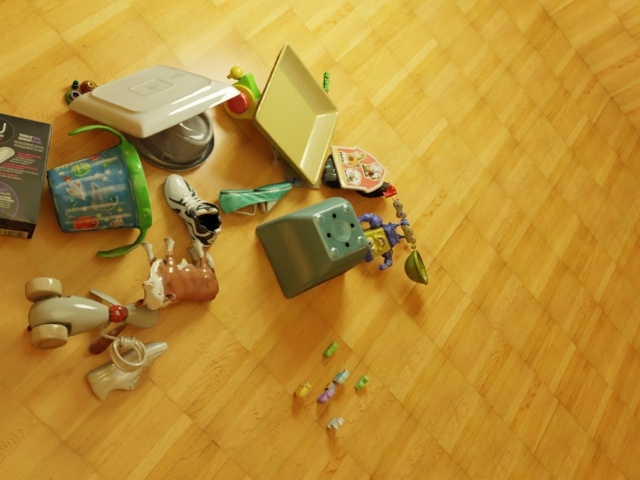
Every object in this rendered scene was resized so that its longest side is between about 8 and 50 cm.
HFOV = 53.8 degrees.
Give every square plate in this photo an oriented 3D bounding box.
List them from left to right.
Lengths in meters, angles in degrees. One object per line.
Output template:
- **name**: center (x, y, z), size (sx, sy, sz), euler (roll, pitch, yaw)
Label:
- **square plate**: center (-0.457, -0.400, 1.726), size (0.344, 0.347, 0.049), euler (-37, 137, -37)

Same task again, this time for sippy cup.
- **sippy cup**: center (-0.576, -0.122, 1.633), size (0.224, 0.240, 0.306), euler (-14, 72, -22)

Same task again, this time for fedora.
- **fedora**: center (-0.423, -0.336, 1.833), size (0.275, 0.124, 0.244), euler (32, 61, -19)

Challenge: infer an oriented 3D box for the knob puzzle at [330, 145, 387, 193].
- **knob puzzle**: center (0.140, -0.242, 2.092), size (0.213, 0.030, 0.213), euler (14, 53, -19)

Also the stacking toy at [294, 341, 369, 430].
- **stacking toy**: center (0.041, 0.442, 1.915), size (0.167, 0.052, 0.221), euler (48, 57, -10)

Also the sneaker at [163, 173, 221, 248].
- **sneaker**: center (-0.351, -0.099, 1.786), size (0.094, 0.153, 0.235), euler (-22, 87, -35)

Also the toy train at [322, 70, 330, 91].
- **toy train**: center (0.022, -0.559, 2.226), size (0.023, 0.017, 0.083), euler (18, 67, -36)

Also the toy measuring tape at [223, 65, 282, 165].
- **toy measuring tape**: center (-0.225, -0.384, 1.994), size (0.121, 0.121, 0.330), euler (-34, 114, -33)

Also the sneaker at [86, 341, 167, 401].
- **sneaker**: center (-0.488, 0.337, 1.633), size (0.212, 0.080, 0.094), euler (-26, 101, -27)

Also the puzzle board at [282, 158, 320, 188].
- **puzzle board**: center (-0.063, -0.220, 2.077), size (0.128, 0.011, 0.096), euler (1, 76, -30)

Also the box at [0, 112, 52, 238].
- **box**: center (-0.775, -0.159, 1.562), size (0.165, 0.143, 0.270), euler (10, 70, -27)

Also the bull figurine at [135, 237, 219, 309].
- **bull figurine**: center (-0.386, 0.093, 1.687), size (0.310, 0.101, 0.189), euler (12, 65, -63)

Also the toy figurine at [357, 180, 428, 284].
- **toy figurine**: center (0.203, 0.007, 2.111), size (0.217, 0.191, 0.363), euler (-21, 115, 5)

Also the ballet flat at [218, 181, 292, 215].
- **ballet flat**: center (-0.198, -0.124, 1.939), size (0.247, 0.083, 0.087), euler (-11, 105, -32)

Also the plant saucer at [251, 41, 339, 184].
- **plant saucer**: center (-0.090, -0.394, 2.011), size (0.333, 0.081, 0.333), euler (47, 49, -42)

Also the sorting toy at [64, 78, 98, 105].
- **sorting toy**: center (-0.669, -0.421, 1.764), size (0.061, 0.042, 0.102), euler (48, 58, -10)

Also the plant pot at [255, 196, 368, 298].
- **plant pot**: center (0.000, 0.000, 1.904), size (0.247, 0.252, 0.247), euler (-23, 87, -34)

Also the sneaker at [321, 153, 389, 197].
- **sneaker**: center (0.131, -0.218, 2.138), size (0.267, 0.101, 0.106), euler (13, 67, -27)

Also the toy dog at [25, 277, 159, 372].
- **toy dog**: center (-0.591, 0.204, 1.577), size (0.333, 0.161, 0.220), euler (29, 51, -29)
